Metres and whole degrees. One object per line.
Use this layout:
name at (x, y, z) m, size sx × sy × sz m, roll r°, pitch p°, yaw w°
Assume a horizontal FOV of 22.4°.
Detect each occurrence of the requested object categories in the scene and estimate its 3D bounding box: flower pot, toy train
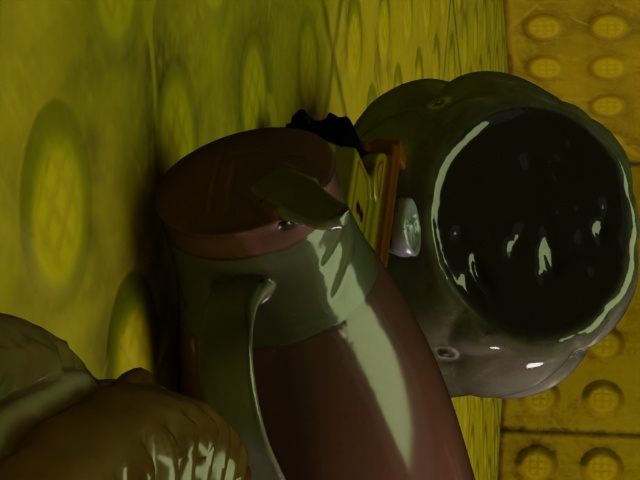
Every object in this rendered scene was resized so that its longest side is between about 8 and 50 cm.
flower pot at (0.108, -0.001, 1.176) m, size 0.195 × 0.246 × 0.246 m, roll 162°, pitch -68°, yaw -67°
toy train at (0.000, 0.000, 0.996) m, size 0.127 × 0.089 × 0.219 m, roll 65°, pitch 27°, yaw -46°

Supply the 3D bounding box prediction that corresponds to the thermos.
thermos at (-0.009, 0.078, 0.816) m, size 0.176 × 0.146 × 0.265 m, roll -78°, pitch 157°, yaw -52°

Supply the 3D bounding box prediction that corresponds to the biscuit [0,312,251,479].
biscuit at (-0.093, 0.134, 0.357) m, size 0.259 × 0.079 × 0.259 m, roll 21°, pitch 90°, yaw -78°
